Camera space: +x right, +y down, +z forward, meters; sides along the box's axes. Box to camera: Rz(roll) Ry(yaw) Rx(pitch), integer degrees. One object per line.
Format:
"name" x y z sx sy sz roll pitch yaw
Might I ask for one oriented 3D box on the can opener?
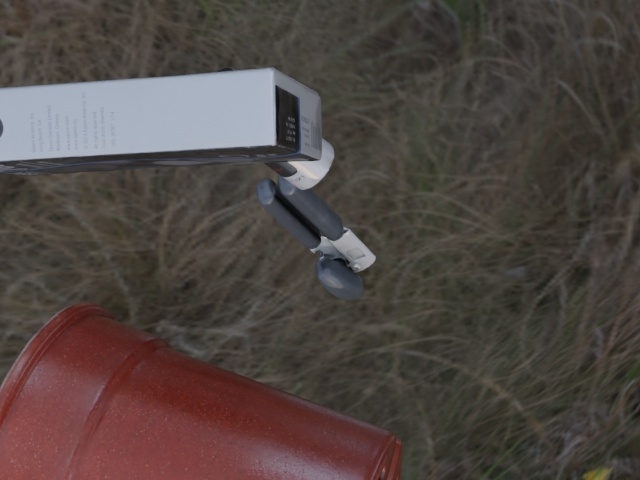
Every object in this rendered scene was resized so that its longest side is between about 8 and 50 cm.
"can opener" 0.000 0.000 1.978 0.076 0.283 0.095 -21 55 19

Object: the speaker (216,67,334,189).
"speaker" -0.050 -0.103 1.226 0.055 0.136 0.055 -30 42 31

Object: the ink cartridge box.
"ink cartridge box" -0.176 -0.088 1.034 0.332 0.165 0.065 -1 90 13

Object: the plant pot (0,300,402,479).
"plant pot" -0.090 0.208 0.984 0.265 0.272 0.272 13 94 13
